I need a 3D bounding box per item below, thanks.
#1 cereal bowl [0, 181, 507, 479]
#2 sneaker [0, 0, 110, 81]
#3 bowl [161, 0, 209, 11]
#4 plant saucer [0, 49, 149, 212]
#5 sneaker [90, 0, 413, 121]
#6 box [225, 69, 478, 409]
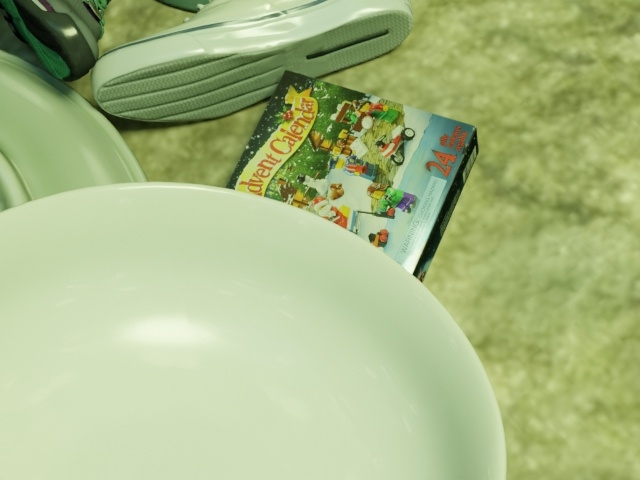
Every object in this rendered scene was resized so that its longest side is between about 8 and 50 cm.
[{"bbox_3d":[-0.077,0.123,0.564,0.339,0.141,0.339,10,38,-8],"label":"cereal bowl"},{"bbox_3d":[-0.200,-0.196,0.802,0.098,0.083,0.224,-33,35,-12],"label":"sneaker"},{"bbox_3d":[-0.072,-0.363,0.841,0.312,0.163,0.311,-4,68,9],"label":"bowl"},{"bbox_3d":[-0.304,0.017,0.694,0.401,0.100,0.400,3,72,-10],"label":"plant saucer"},{"bbox_3d":[-0.059,-0.167,0.801,0.258,0.094,0.091,-16,64,-7],"label":"sneaker"},{"bbox_3d":[0.000,0.000,0.740,0.159,0.044,0.233,19,73,17],"label":"box"}]
